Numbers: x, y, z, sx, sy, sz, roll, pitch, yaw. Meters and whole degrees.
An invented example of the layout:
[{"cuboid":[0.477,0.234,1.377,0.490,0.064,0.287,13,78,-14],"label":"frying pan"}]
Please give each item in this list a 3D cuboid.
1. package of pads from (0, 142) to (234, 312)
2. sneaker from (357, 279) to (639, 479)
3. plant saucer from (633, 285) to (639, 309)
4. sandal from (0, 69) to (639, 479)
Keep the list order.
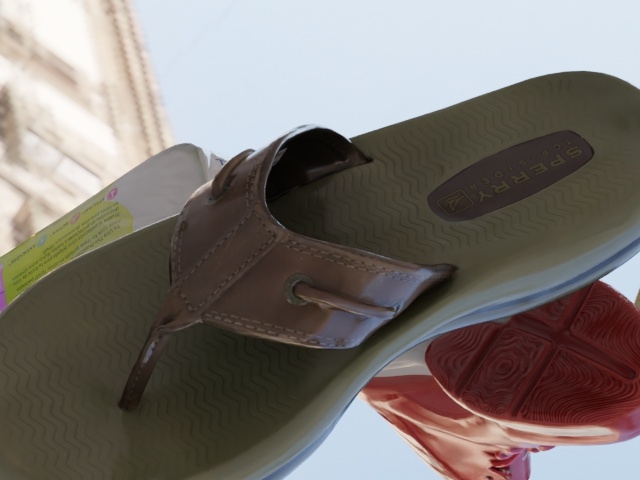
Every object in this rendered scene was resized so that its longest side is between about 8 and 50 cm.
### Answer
[{"cuboid":[-0.104,0.058,1.076,0.297,0.229,0.101,-30,-116,29],"label":"package of pads"},{"cuboid":[0.099,0.074,0.844,0.221,0.128,0.087,15,-116,52],"label":"sneaker"},{"cuboid":[0.311,-0.001,1.171,0.081,0.333,0.332,21,-89,33],"label":"plant saucer"},{"cuboid":[0.000,-0.002,0.640,0.303,0.086,0.120,-29,-124,-20],"label":"sandal"}]
